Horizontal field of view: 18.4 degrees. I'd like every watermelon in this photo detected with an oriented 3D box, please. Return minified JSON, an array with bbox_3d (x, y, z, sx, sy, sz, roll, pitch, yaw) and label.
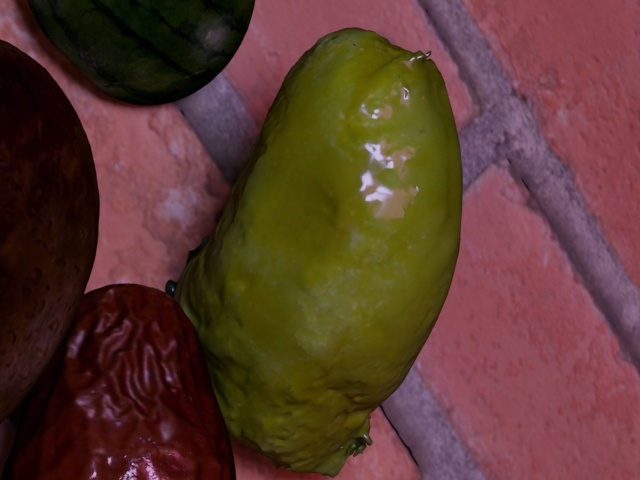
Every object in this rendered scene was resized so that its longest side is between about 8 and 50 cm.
[{"bbox_3d":[-0.123,-0.215,1.557,0.232,0.127,0.204,35,57,-34],"label":"watermelon"}]

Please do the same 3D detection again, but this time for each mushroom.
[{"bbox_3d":[-0.301,0.010,1.315,0.345,0.239,0.345,-4,102,-17],"label":"mushroom"}]

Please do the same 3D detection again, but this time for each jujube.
[{"bbox_3d":[-0.146,0.159,1.433,0.190,0.190,0.255,19,50,-35],"label":"jujube"}]

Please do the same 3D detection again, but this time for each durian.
[{"bbox_3d":[0.000,0.000,1.537,0.204,0.340,0.256,6,51,-18],"label":"durian"}]
